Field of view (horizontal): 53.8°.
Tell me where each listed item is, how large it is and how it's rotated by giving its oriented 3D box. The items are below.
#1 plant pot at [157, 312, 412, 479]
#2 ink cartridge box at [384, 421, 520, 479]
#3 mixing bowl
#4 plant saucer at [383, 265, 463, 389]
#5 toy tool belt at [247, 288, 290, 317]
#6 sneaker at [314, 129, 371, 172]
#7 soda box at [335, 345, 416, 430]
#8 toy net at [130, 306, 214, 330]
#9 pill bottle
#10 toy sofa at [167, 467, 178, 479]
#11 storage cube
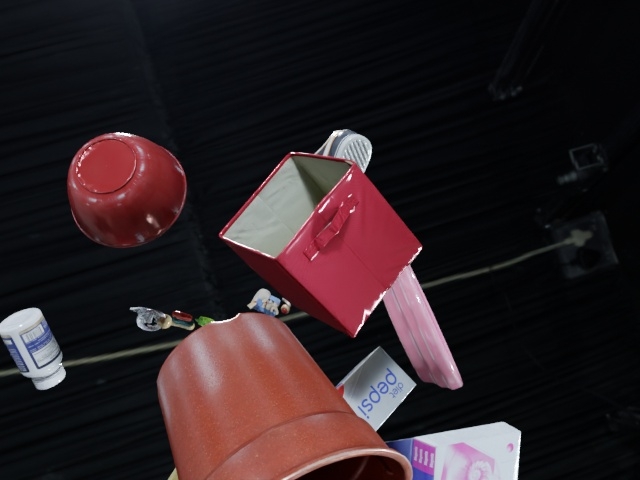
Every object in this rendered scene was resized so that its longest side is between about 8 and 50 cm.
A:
[{"bbox_3d":[-0.071,0.250,0.790,0.265,0.272,0.272,52,-21,43],"label":"plant pot"},{"bbox_3d":[0.282,0.578,1.366,0.071,0.330,0.324,13,-78,62],"label":"ink cartridge box"},{"bbox_3d":[-0.299,-0.090,0.932,0.098,0.181,0.181,81,-9,-69],"label":"mixing bowl"},{"bbox_3d":[0.219,0.190,1.442,0.332,0.084,0.332,63,9,-18],"label":"plant saucer"},{"bbox_3d":[-0.109,0.144,1.342,0.051,0.083,0.052,-58,172,-49],"label":"toy tool belt"},{"bbox_3d":[0.026,-0.141,1.676,0.321,0.126,0.127,-64,-146,12],"label":"sneaker"},{"bbox_3d":[0.032,0.311,1.064,0.098,0.286,0.091,46,-34,8],"label":"soda box"},{"bbox_3d":[-0.280,0.163,1.202,0.122,0.232,0.045,47,55,-62],"label":"toy net"},{"bbox_3d":[-0.636,0.244,1.407,0.094,0.094,0.169,-123,-165,-67],"label":"pill bottle"},{"bbox_3d":[-0.216,0.609,1.239,0.150,0.177,0.362,-58,-156,20],"label":"toy sofa"},{"bbox_3d":[0.000,0.000,0.966,0.193,0.184,0.215,47,-16,-30],"label":"storage cube"}]
